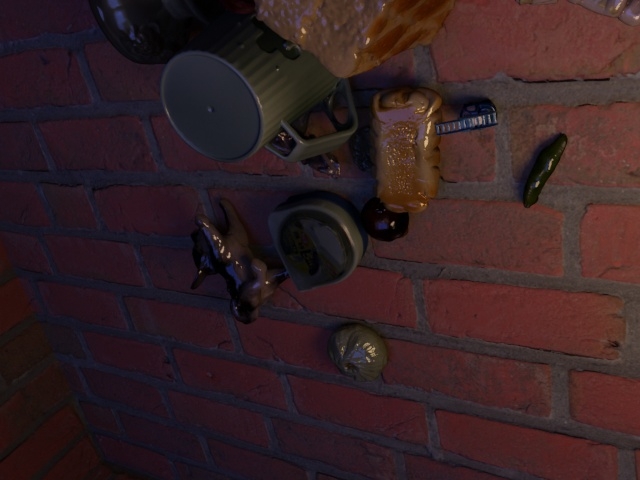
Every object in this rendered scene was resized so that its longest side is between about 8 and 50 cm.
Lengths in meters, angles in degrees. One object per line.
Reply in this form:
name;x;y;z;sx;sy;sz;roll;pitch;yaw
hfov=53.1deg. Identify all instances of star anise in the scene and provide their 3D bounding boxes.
star anise;-0.031;-0.226;1.649;0.262;0.081;0.230;23;168;48

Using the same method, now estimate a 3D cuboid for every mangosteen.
mangosteen;0.172;-0.049;1.666;0.140;0.140;0.140;17;127;24

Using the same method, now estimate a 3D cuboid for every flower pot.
flower pot;-0.385;-0.595;1.561;0.244;0.307;0.307;-12;112;23

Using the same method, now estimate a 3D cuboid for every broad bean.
broad bean;0.489;-0.146;1.425;0.046;0.061;0.195;26;130;14

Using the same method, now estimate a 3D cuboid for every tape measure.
tape measure;-0.002;0.001;1.793;0.262;0.138;0.259;-11;114;37

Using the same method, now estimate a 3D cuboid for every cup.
cup;-0.110;-0.369;1.460;0.401;0.392;0.310;20;134;15

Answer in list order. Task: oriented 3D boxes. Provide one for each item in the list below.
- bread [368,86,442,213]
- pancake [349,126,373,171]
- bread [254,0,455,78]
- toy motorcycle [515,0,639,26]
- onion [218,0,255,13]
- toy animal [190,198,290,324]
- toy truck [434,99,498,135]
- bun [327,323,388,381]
bread;0.201;-0.213;1.525;0.172;0.121;0.311;7;123;15
pancake;0.129;-0.233;1.629;0.129;0.022;0.116;-7;115;36
bread;0.104;-0.536;1.209;0.279;0.390;0.371;40;132;11
toy motorcycle;0.522;-0.494;1.146;0.340;0.108;0.223;0;113;25
onion;-0.151;-0.592;1.299;0.246;0.190;0.246;33;130;49
toy animal;-0.282;0.088;1.995;0.344;0.194;0.303;40;127;12
toy truck;0.325;-0.268;1.427;0.136;0.074;0.063;-9;116;18
bun;0.106;0.350;1.965;0.195;0.118;0.195;20;130;26
